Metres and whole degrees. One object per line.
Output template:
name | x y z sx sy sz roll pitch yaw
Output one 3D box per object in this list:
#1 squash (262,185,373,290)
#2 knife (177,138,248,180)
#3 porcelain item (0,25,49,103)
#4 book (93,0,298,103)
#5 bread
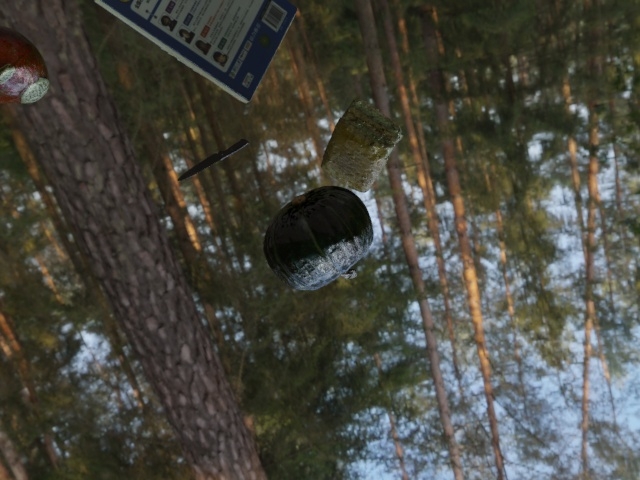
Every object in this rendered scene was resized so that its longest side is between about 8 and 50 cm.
squash | -0.004 -0.004 1.156 0.218 0.173 0.218 -13 -160 5
knife | -0.227 -0.169 1.331 0.170 0.023 0.010 -30 158 -1
porcelain item | -0.929 -0.484 1.839 0.252 0.253 0.253 -16 -161 5
book | -0.286 -0.575 1.543 0.039 0.428 0.300 6 -113 61
bread | 0.081 -0.192 1.363 0.102 0.138 0.196 -52 178 -34
